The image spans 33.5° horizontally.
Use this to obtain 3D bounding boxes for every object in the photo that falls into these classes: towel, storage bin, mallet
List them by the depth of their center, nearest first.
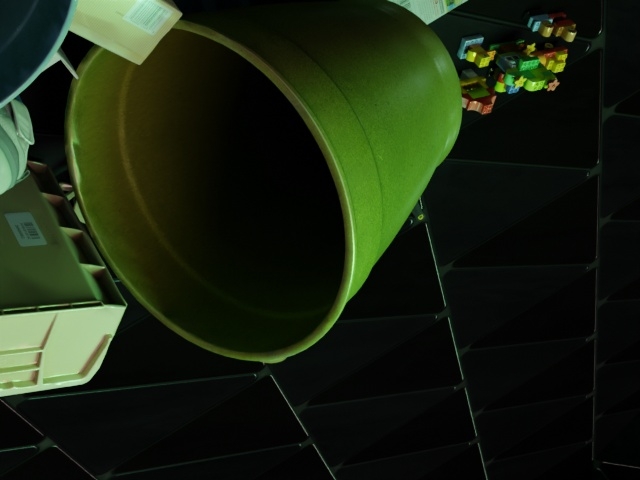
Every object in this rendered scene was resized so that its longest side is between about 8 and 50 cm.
[{"bbox_3d":[-0.381,0.031,1.130,0.260,0.262,0.123,-3,133,-39],"label":"storage bin"},{"bbox_3d":[-0.135,-0.265,1.182,0.119,0.029,0.067,-26,146,-13],"label":"towel"},{"bbox_3d":[0.129,-0.067,1.669,0.062,0.039,0.189,-33,151,-5],"label":"mallet"}]

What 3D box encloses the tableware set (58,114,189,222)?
[{"bbox_3d":[-0.227,-0.089,1.319,0.194,0.039,0.128,-33,154,4],"label":"tableware set"}]

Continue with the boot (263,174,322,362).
[{"bbox_3d":[-0.104,0.004,1.466,0.089,0.236,0.269,-17,124,-56],"label":"boot"}]

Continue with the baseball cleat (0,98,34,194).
[{"bbox_3d":[-0.337,-0.140,0.985,0.072,0.205,0.109,-13,-163,23],"label":"baseball cleat"}]

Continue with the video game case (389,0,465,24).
[{"bbox_3d":[0.153,-0.372,1.305,0.206,0.026,0.227,-32,146,-5],"label":"video game case"}]

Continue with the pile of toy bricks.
[{"bbox_3d":[0.293,-0.246,1.514,0.212,0.105,0.118,-16,143,-26],"label":"pile of toy bricks"}]

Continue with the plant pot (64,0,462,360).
[{"bbox_3d":[-0.023,-0.112,1.178,0.353,0.366,0.366,-36,157,-45],"label":"plant pot"}]

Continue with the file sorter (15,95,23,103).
[{"bbox_3d":[-0.397,-0.128,1.057,0.170,0.104,0.118,12,125,-48],"label":"file sorter"}]

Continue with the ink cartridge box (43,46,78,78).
[{"bbox_3d":[-0.313,-0.218,1.014,0.060,0.104,0.180,-34,147,-1],"label":"ink cartridge box"}]

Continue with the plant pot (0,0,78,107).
[{"bbox_3d":[-0.352,-0.253,0.795,0.272,0.255,0.271,-23,146,-17],"label":"plant pot"}]

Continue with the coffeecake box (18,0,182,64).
[{"bbox_3d":[-0.228,-0.261,0.959,0.068,0.185,0.142,-46,146,17],"label":"coffeecake box"}]
